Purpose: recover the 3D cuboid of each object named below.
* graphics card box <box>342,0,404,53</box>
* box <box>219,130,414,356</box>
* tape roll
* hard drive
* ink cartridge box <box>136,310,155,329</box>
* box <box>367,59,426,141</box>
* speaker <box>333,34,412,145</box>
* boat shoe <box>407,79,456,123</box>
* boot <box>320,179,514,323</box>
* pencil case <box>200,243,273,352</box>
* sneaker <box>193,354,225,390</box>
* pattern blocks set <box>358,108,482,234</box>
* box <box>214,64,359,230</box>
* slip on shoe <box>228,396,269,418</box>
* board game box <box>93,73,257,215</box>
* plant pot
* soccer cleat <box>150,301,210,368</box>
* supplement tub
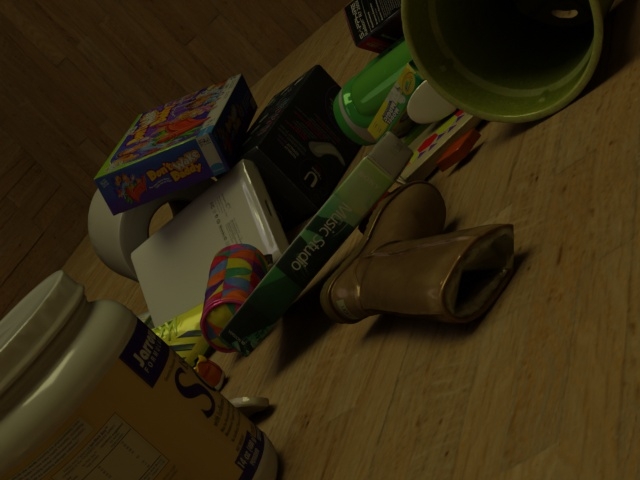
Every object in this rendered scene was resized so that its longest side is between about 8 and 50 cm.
[{"bbox_3d":[0.247,-0.432,2.027,0.371,0.232,0.094,-34,61,37],"label":"graphics card box"},{"bbox_3d":[0.000,0.000,1.667,0.322,0.058,0.232,-52,0,18],"label":"box"},{"bbox_3d":[-0.314,-0.029,2.365,0.246,0.246,0.169,-49,29,-15],"label":"tape roll"},{"bbox_3d":[-0.197,0.027,2.105,0.307,0.203,0.040,-38,-29,28],"label":"hard drive"},{"bbox_3d":[-0.368,0.228,2.232,0.109,0.062,0.209,-24,26,53],"label":"ink cartridge box"},{"bbox_3d":[0.156,-0.236,1.916,0.105,0.043,0.179,-24,-25,-40],"label":"box"},{"bbox_3d":[0.157,-0.277,2.041,0.296,0.131,0.131,-33,18,39],"label":"speaker"},{"bbox_3d":[0.209,-0.248,1.840,0.184,0.066,0.063,-46,-2,8],"label":"boat shoe"},{"bbox_3d":[0.138,0.010,1.397,0.236,0.089,0.269,-55,20,-23],"label":"boot"},{"bbox_3d":[-0.129,0.087,1.884,0.104,0.104,0.236,-41,15,17],"label":"pencil case"},{"bbox_3d":[-0.219,0.234,1.791,0.175,0.067,0.064,-44,16,12],"label":"sneaker"},{"bbox_3d":[0.179,-0.149,1.820,0.325,0.026,0.285,-42,15,13],"label":"pattern blocks set"},{"bbox_3d":[-0.045,-0.168,2.219,0.143,0.165,0.270,-30,20,45],"label":"box"},{"bbox_3d":[-0.114,0.232,1.562,0.135,0.051,0.041,-22,66,40],"label":"slip on shoe"},{"bbox_3d":[-0.258,-0.184,2.217,0.233,0.078,0.347,-20,21,14],"label":"board game box"},{"bbox_3d":[0.288,-0.334,1.637,0.276,0.276,0.254,-32,7,41],"label":"plant pot"},{"bbox_3d":[-0.277,0.183,1.984,0.289,0.121,0.093,-40,15,18],"label":"soccer cleat"},{"bbox_3d":[-0.238,0.218,1.347,0.241,0.331,0.241,-41,15,14],"label":"supplement tub"}]
